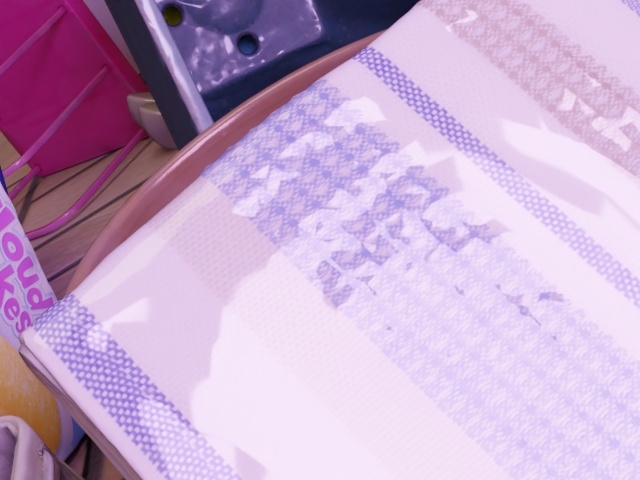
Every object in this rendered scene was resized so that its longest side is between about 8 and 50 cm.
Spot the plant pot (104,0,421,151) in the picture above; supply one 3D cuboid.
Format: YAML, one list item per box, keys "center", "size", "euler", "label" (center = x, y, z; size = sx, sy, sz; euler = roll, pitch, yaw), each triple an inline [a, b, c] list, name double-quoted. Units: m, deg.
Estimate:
- center: [-0.042, -0.194, 0.906]
  size: [0.248, 0.247, 0.252]
  euler: [-29, 10, -16]
  label: "plant pot"

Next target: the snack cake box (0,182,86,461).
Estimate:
- center: [-0.222, 0.018, 0.650]
  size: [0.089, 0.264, 0.152]
  euler: [-14, 19, 22]
  label: "snack cake box"

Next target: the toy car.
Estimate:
- center: [-0.093, -0.164, 1.116]
  size: [0.136, 0.159, 0.182]
  euler: [0, 13, -16]
  label: "toy car"

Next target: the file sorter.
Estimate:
- center: [-0.329, -0.148, 1.185]
  size: [0.202, 0.290, 0.182]
  euler: [-15, 30, 41]
  label: "file sorter"

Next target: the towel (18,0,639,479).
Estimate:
- center: [0.076, 0.014, 0.394]
  size: [0.285, 0.209, 0.034]
  euler: [-41, -19, -18]
  label: "towel"

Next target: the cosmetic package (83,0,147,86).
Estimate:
- center: [-0.211, -0.249, 1.427]
  size: [0.151, 0.151, 0.184]
  euler: [-43, 23, -22]
  label: "cosmetic package"

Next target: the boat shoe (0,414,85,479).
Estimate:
- center: [-0.128, 0.171, 0.441]
  size: [0.109, 0.094, 0.302]
  euler: [-30, 20, 8]
  label: "boat shoe"

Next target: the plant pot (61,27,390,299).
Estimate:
- center: [0.015, 0.016, 0.542]
  size: [0.237, 0.109, 0.237]
  euler: [-26, 27, 14]
  label: "plant pot"

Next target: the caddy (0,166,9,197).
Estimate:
- center: [-0.334, 0.031, 0.956]
  size: [0.241, 0.179, 0.341]
  euler: [-14, 17, -11]
  label: "caddy"
